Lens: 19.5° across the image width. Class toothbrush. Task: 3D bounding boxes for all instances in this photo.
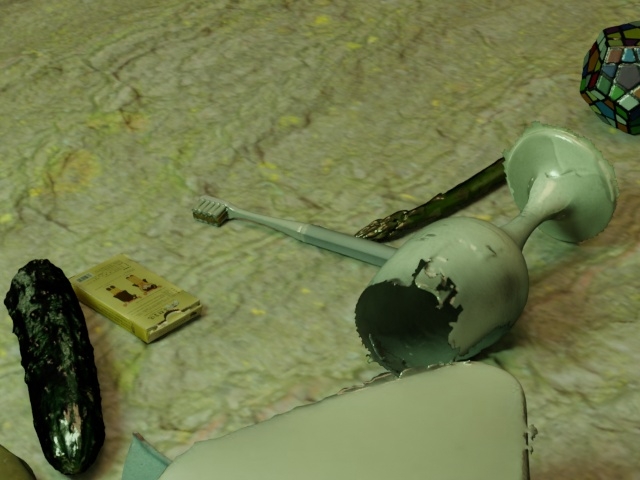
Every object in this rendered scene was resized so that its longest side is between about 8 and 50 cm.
[{"bbox_3d":[0.001,-0.001,1.990,0.342,0.025,0.030,15,44,31],"label":"toothbrush"}]

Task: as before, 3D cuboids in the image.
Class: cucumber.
[{"bbox_3d":[-0.254,0.118,1.800,0.072,0.081,0.303,13,24,-25],"label":"cucumber"}]

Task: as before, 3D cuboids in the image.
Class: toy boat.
[{"bbox_3d":[-0.152,0.214,1.678,0.096,0.034,0.122,-27,28,-29],"label":"toy boat"}]

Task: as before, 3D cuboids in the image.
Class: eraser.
[{"bbox_3d":[0.019,0.243,1.484,0.331,0.150,0.331,-3,33,2],"label":"eraser"}]

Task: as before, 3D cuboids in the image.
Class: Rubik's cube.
[{"bbox_3d":[0.363,-0.188,2.141,0.112,0.133,0.133,-48,44,-10],"label":"Rubik's cube"}]

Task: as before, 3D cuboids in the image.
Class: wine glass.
[{"bbox_3d":[0.163,0.014,1.831,0.143,0.143,0.321,17,42,33],"label":"wine glass"}]

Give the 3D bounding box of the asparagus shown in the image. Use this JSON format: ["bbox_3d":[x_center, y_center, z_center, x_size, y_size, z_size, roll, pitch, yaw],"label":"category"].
[{"bbox_3d":[0.134,-0.045,2.033,0.236,0.027,0.034,-27,32,-29],"label":"asparagus"}]

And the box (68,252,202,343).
[{"bbox_3d":[-0.194,0.059,1.935,0.073,0.020,0.149,-27,37,-32],"label":"box"}]

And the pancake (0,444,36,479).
[{"bbox_3d":[-0.390,0.248,1.643,0.294,0.049,0.294,-4,31,2],"label":"pancake"}]
